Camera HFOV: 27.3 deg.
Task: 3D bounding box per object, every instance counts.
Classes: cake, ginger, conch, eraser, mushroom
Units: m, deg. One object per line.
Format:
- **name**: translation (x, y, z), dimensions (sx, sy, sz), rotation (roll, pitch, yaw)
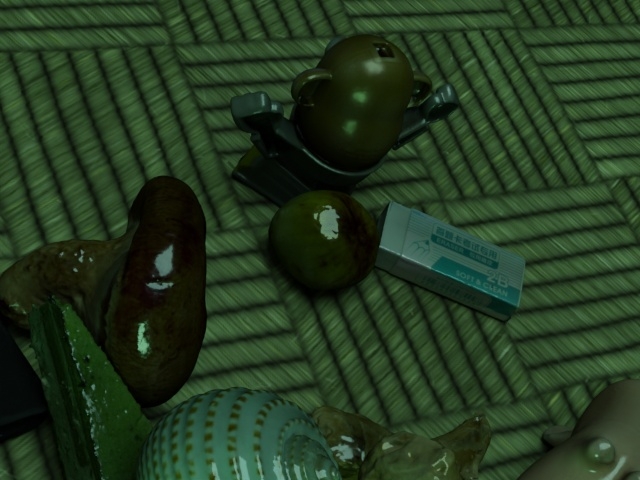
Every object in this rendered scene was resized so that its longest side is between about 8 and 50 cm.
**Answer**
- **cake**: translation (-0.257, 0.174, 1.497), dimensions (0.099, 0.100, 0.235), rotation (-12, 83, -41)
- **ginger**: translation (0.101, 0.263, 1.676), dimensions (0.294, 0.086, 0.131), rotation (-1, 47, -37)
- **conch**: translation (-0.083, 0.306, 1.390), dimensions (0.215, 0.319, 0.303), rotation (-21, 87, -35)
- **eraser**: translation (0.185, 0.031, 1.901), dimensions (0.225, 0.052, 0.096), rotation (23, 51, -9)
- **ginger**: translation (0.148, 0.380, 1.482), dimensions (0.354, 0.190, 0.126), rotation (58, 27, -1)
- **mushroom**: translation (-0.223, 0.061, 1.552), dimensions (0.254, 0.267, 0.267), rotation (-12, 63, -33)

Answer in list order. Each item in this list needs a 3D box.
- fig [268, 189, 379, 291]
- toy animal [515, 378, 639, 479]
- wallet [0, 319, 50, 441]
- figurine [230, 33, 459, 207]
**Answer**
- **fig**: translation (0.008, -0.002, 1.790), dimensions (0.153, 0.121, 0.136), rotation (36, 54, -7)
- **toy animal**: translation (0.362, 0.326, 1.671), dimensions (0.326, 0.269, 0.237), rotation (-37, 75, -7)
- **wallet**: translation (-0.492, 0.067, 1.510), dimensions (0.228, 0.062, 0.406), rotation (-13, 62, -54)
- **figurine**: translation (0.030, -0.165, 1.815), dimensions (0.342, 0.285, 0.167), rotation (-30, 75, -37)
